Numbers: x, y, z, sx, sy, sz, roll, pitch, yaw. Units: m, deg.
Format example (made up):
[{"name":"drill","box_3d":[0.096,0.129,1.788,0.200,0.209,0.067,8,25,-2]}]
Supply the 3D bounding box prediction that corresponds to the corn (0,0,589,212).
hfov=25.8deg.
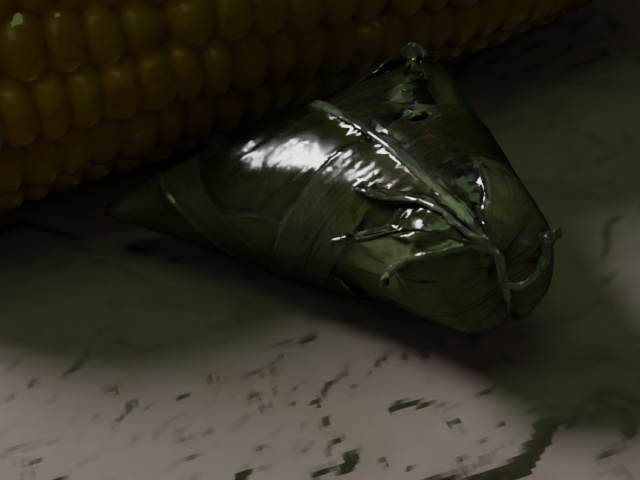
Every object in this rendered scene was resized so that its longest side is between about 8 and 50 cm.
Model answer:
[{"name":"corn","box_3d":[-0.018,-0.110,0.495,0.387,0.144,0.144,-26,37,-25]}]

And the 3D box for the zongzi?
[{"name":"zongzi","box_3d":[0.000,0.000,0.400,0.119,0.055,0.109,-20,35,-2]}]
